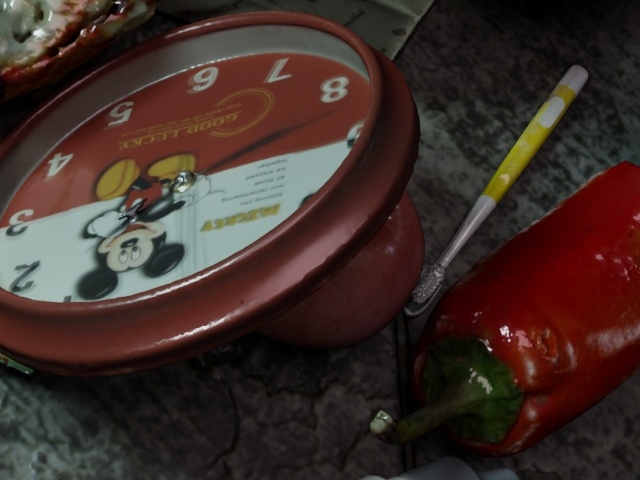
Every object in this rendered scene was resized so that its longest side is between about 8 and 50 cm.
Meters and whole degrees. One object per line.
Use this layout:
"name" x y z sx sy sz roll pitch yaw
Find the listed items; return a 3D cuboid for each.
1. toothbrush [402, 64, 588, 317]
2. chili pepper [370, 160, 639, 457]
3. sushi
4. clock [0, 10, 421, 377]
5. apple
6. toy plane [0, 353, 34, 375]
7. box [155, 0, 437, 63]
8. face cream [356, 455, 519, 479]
"toothbrush" 0.142 -0.047 1.203 0.021 0.024 0.288 37 60 1
"chili pepper" 0.134 0.081 1.082 0.338 0.131 0.134 -38 108 -33
"sushi" -0.256 -0.138 1.032 0.332 0.124 0.130 -32 90 -23
"clock" -0.087 -0.032 0.990 0.319 0.080 0.318 -15 38 12
"apple" 0.000 0.000 1.076 0.153 0.120 0.153 9 64 -18
"toy plane" -0.242 0.070 1.003 0.102 0.040 0.111 -1 67 -22
"box" -0.039 -0.281 1.128 0.297 0.225 0.190 20 61 -9
"face cream" 0.004 0.213 0.997 0.311 0.092 0.092 -19 75 -25
